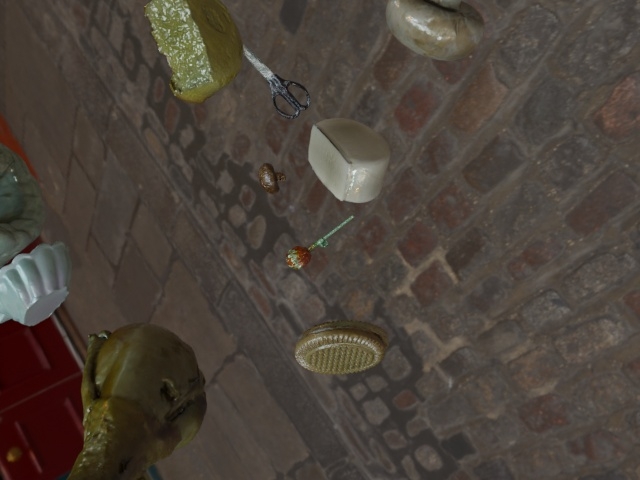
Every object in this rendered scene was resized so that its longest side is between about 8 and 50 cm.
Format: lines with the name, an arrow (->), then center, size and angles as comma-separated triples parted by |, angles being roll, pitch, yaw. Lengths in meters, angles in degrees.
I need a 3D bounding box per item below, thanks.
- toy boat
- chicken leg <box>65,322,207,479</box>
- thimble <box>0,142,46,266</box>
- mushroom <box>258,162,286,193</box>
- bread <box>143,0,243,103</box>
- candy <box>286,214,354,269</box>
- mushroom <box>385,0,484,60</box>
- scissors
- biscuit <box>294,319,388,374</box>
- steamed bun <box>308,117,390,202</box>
toy boat -> -0.687, 0.121, 1.393 | 0.100, 0.199, 0.290 | 52, 129, 8
chicken leg -> -0.261, 0.247, 0.742 | 0.153, 0.429, 0.201 | -40, 105, 16
thimble -> -0.534, -0.059, 0.862 | 0.150, 0.237, 0.237 | -31, 85, 14
mushroom -> -0.184, -0.224, 2.109 | 0.109, 0.085, 0.126 | 33, 154, 29
bread -> -0.169, -0.279, 0.821 | 0.086, 0.125, 0.156 | -15, 98, 38
candy -> 0.000, 0.000, 2.022 | 0.078, 0.288, 0.084 | 49, -173, -26
mushroom -> 0.283, -0.549, 1.355 | 0.244, 0.244, 0.243 | 28, 130, 38
scissors -> -0.150, -0.478, 1.669 | 0.109, 0.022, 0.300 | -37, 118, 16
biscuit -> 0.058, 0.289, 1.558 | 0.259, 0.259, 0.079 | 123, 152, -49
steamed bun -> 0.085, -0.213, 1.521 | 0.241, 0.164, 0.146 | 53, 143, 41
